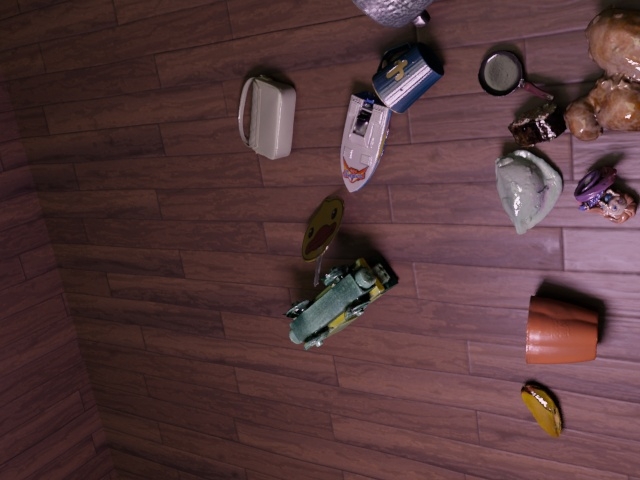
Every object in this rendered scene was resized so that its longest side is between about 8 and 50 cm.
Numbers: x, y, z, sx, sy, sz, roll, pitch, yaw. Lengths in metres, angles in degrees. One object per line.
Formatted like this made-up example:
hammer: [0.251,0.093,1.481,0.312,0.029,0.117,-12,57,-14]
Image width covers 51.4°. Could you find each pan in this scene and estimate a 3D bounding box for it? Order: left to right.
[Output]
pan: [0.491,-0.396,1.651,0.212,0.040,0.114,34,124,28]

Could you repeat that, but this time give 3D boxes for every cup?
cup: [0.230,-0.452,1.773,0.155,0.131,0.176,-34,63,34]

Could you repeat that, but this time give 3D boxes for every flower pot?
flower pot: [0.218,-0.668,1.574,0.283,0.299,0.299,-36,87,44]
flower pot: [0.632,0.242,1.742,0.173,0.190,0.190,4,111,19]

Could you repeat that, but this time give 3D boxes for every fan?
fan: [0.001,0.000,2.018,0.011,0.335,0.229,26,138,-23]

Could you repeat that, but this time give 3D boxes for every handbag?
handbag: [-0.179,-0.394,2.106,0.219,0.079,0.256,29,123,35]

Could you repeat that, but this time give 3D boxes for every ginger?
ginger: [0.673,-0.349,1.471,0.245,0.155,0.304,27,122,28]

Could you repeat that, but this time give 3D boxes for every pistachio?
pistachio: [0.642,0.477,1.899,0.173,0.049,0.089,57,152,0]

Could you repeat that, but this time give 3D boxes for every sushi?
sushi: [0.529,-0.282,1.627,0.078,0.090,0.150,55,163,-12]

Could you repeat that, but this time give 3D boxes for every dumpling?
dumpling: [0.525,-0.124,1.697,0.149,0.105,0.216,-4,102,43]

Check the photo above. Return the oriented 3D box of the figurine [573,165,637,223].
figurine: [0.686,-0.107,1.605,0.157,0.126,0.114,35,173,-25]

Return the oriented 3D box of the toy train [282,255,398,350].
toy train: [0.064,0.187,2.052,0.397,0.253,0.160,-44,73,39]

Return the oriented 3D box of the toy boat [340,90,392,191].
toy boat: [0.121,-0.272,1.931,0.129,0.088,0.295,26,121,24]
